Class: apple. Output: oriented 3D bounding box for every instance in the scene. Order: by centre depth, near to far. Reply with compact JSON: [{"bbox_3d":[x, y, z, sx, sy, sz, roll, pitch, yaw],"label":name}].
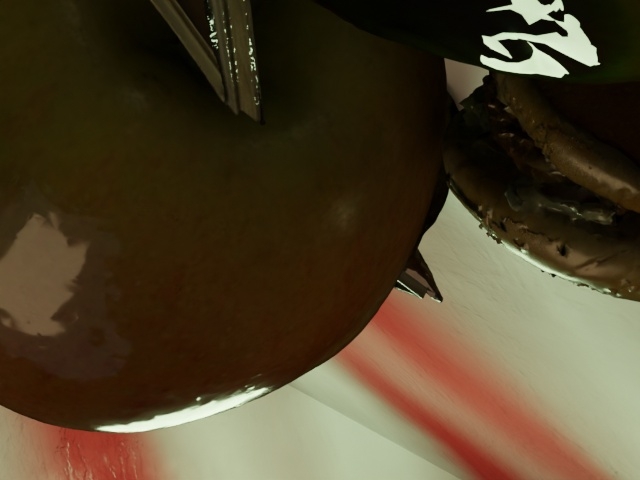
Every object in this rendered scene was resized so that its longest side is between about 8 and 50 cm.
[{"bbox_3d":[-0.090,-0.077,0.751,0.338,0.339,0.305,28,149,-2],"label":"apple"}]

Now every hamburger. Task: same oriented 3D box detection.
[{"bbox_3d":[0.143,-0.042,0.691,0.177,0.185,0.113,43,139,16],"label":"hamburger"}]

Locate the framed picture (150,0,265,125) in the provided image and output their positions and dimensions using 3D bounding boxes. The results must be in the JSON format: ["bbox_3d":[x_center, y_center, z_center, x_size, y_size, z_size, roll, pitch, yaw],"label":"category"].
[{"bbox_3d":[-0.098,-0.170,0.503,0.252,0.014,0.197,54,172,13],"label":"framed picture"}]

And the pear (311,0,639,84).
[{"bbox_3d":[0.054,-0.176,0.499,0.398,0.165,0.399,30,166,8],"label":"pear"}]

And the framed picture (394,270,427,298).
[{"bbox_3d":[0.000,0.000,1.063,0.109,0.011,0.149,35,170,-40],"label":"framed picture"}]

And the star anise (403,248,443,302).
[{"bbox_3d":[0.010,-0.041,1.281,0.272,0.103,0.272,29,-166,-8],"label":"star anise"}]

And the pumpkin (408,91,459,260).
[{"bbox_3d":[-0.021,-0.097,1.037,0.317,0.139,0.221,37,165,-33],"label":"pumpkin"}]
